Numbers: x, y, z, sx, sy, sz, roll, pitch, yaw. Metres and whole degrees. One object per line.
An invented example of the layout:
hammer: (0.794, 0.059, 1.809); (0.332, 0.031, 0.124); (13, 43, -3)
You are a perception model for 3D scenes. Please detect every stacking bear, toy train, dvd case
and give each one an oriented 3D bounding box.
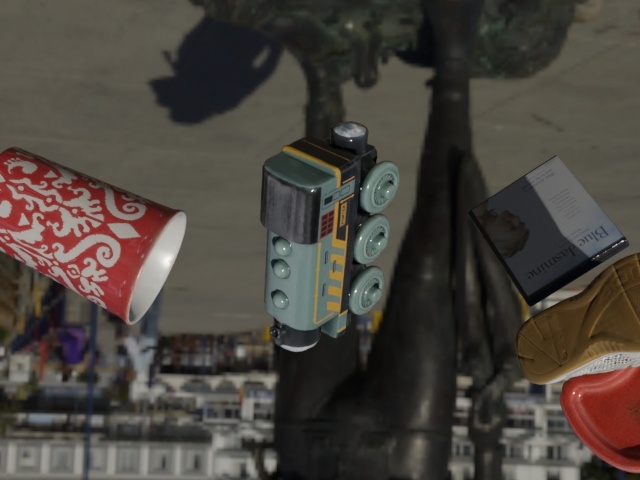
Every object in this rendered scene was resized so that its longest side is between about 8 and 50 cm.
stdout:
stacking bear: (0.484, 0.235, 1.509); (0.289, 0.164, 0.175); (15, 133, -46)
toy train: (0.000, 0.000, 1.571); (0.142, 0.334, 0.190); (29, -141, 31)
dvd case: (0.361, -0.021, 1.821); (0.180, 0.253, 0.022); (-33, 129, 6)

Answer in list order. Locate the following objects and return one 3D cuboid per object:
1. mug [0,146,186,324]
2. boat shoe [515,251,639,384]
mug: (-0.227, 0.003, 1.038); (0.169, 0.113, 0.150); (25, 135, 4)
boat shoe: (0.323, 0.078, 1.155); (0.096, 0.098, 0.277); (4, 159, -34)
